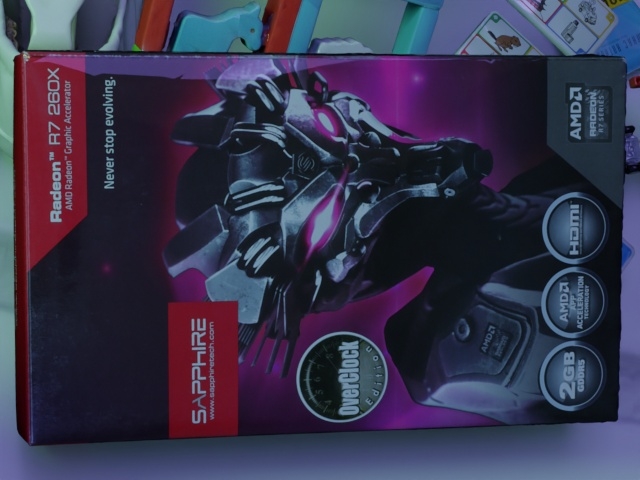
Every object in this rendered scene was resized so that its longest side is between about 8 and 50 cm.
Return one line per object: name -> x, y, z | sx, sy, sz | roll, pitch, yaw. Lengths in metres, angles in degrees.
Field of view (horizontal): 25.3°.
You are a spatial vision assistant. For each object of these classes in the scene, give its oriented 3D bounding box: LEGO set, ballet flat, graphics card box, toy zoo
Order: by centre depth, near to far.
graphics card box -> 0.000, 0.000, 0.876 | 0.370, 0.094, 0.233 | 0, 95, -12
toy zoo -> -0.009, -0.176, 0.920 | 0.192, 0.030, 0.293 | 11, 105, -22
ballet flat -> -0.175, -0.242, 1.001 | 0.139, 0.139, 0.400 | 1, 63, -9
LEGO set -> 0.188, -0.058, 1.002 | 0.244, 0.060, 0.182 | 41, 71, -6

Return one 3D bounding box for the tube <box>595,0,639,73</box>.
tube -> 0.185, -0.212, 1.101 | 0.080, 0.052, 0.207 | -28, 77, -10
